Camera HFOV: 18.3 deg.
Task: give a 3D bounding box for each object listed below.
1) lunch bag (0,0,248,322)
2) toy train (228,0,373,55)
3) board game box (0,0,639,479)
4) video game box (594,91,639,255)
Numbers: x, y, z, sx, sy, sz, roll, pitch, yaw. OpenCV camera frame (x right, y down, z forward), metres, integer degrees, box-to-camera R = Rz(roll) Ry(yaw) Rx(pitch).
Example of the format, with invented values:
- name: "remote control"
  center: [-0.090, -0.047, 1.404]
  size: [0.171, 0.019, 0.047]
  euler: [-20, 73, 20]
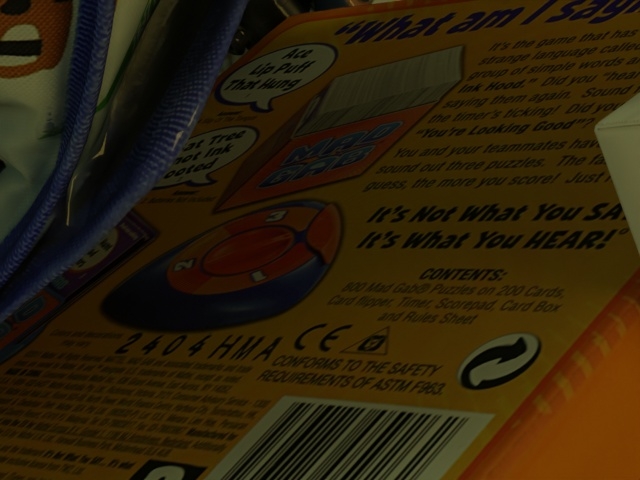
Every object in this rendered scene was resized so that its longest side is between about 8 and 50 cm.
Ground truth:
- name: "lunch bag"
  center: [-0.113, -0.175, 0.666]
  size: [0.239, 0.385, 0.328]
  euler: [15, 44, 2]
- name: "toy train"
  center: [-0.044, -0.168, 0.955]
  size: [0.105, 0.080, 0.184]
  euler: [-48, 115, -19]
- name: "board game box"
  center: [0.075, 0.135, 0.788]
  size: [0.356, 0.356, 0.356]
  euler: [-45, 118, -33]
- name: "video game box"
  center: [0.183, 0.014, 0.615]
  size: [0.187, 0.048, 0.205]
  euler: [-36, 112, -39]
